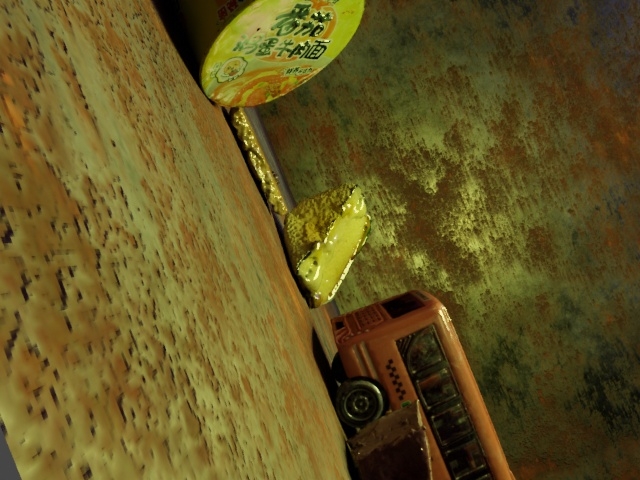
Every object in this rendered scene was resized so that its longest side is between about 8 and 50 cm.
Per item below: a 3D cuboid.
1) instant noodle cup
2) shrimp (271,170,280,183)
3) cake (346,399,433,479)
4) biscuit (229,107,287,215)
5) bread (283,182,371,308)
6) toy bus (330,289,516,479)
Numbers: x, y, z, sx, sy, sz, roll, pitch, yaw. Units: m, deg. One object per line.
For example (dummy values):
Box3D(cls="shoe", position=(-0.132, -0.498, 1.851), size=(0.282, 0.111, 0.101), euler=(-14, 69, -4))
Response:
Box3D(cls="instant noodle cup", position=(-0.096, -0.349, 0.650), size=(0.200, 0.264, 0.264), euler=(60, 0, 6))
Box3D(cls="shrimp", position=(-0.125, -0.165, 1.241), size=(0.092, 0.029, 0.038), euler=(-121, -173, -67))
Box3D(cls="cake", position=(0.105, 0.376, 0.610), size=(0.116, 0.113, 0.295), euler=(48, 33, -83))
Box3D(cls="biscuit", position=(-0.125, -0.163, 0.883), size=(0.144, 0.033, 0.224), euler=(-115, -178, -54))
Box3D(cls="bread", position=(-0.009, 0.003, 0.955), size=(0.133, 0.251, 0.174), euler=(18, -26, 27))
Box3D(cls="toy bus", position=(0.172, 0.311, 0.782), size=(0.203, 0.233, 0.427), euler=(-108, 176, -86))
